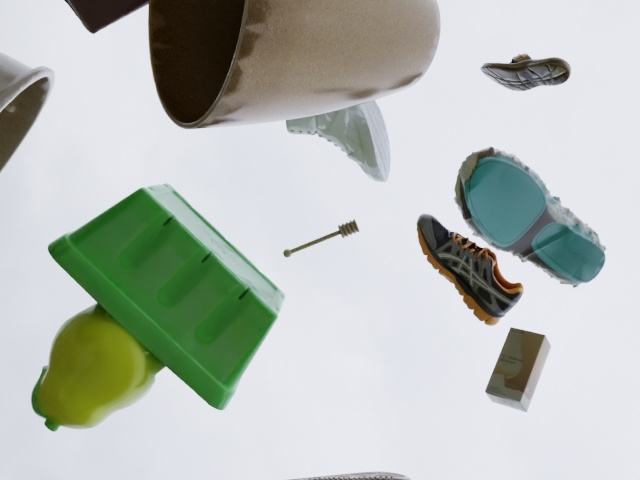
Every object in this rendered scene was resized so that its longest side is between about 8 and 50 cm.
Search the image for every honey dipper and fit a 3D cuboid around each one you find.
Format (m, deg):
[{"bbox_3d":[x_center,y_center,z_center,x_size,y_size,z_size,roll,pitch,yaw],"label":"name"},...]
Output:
[{"bbox_3d":[0.000,0.000,1.345,0.160,0.030,0.031,-23,-99,2],"label":"honey dipper"}]

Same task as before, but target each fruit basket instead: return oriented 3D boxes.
[{"bbox_3d":[-0.287,0.137,1.089,0.391,0.283,0.392,0,-83,1],"label":"fruit basket"}]

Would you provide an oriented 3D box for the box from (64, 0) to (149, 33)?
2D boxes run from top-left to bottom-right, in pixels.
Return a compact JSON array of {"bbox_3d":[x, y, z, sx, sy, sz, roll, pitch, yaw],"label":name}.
[{"bbox_3d":[-0.158,-0.414,0.823,0.381,0.143,0.191,-32,-148,-4],"label":"box"}]

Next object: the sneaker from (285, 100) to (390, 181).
[{"bbox_3d":[0.027,-0.224,1.315,0.169,0.293,0.108,-5,-133,24],"label":"sneaker"}]

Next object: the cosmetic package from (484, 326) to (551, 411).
[{"bbox_3d":[0.300,0.194,1.019,0.060,0.041,0.115,8,-120,38],"label":"cosmetic package"}]

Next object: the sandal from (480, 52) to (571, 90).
[{"bbox_3d":[0.361,-0.301,1.171,0.180,0.072,0.049,11,-110,55],"label":"sandal"}]

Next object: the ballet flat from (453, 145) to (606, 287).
[{"bbox_3d":[0.349,-0.041,1.185,0.147,0.409,0.147,-32,-139,32],"label":"ballet flat"}]

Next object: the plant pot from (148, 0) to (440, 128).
[{"bbox_3d":[-0.013,-0.224,0.674,0.237,0.254,0.237,5,-84,56],"label":"plant pot"}]

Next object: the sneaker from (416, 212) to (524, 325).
[{"bbox_3d":[0.238,0.034,1.080,0.215,0.084,0.083,48,-62,-3],"label":"sneaker"}]

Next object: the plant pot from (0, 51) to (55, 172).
[{"bbox_3d":[-0.554,-0.167,0.810,0.305,0.334,0.334,36,-61,-16],"label":"plant pot"}]

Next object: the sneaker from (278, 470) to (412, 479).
[{"bbox_3d":[0.017,0.461,1.081,0.282,0.099,0.153,-10,-106,12],"label":"sneaker"}]
